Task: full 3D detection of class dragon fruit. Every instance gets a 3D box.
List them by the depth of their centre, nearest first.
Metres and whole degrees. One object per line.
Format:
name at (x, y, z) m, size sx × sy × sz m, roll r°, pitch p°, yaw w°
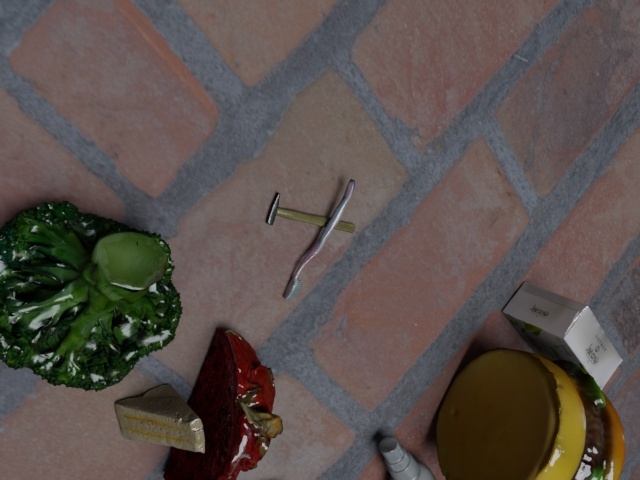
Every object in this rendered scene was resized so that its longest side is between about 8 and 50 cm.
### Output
dragon fruit at (-0.143, 0.347, 1.102) m, size 0.152 × 0.205 × 0.317 m, roll 20°, pitch 94°, yaw -34°

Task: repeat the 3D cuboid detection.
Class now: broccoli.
broccoli at (-0.336, 0.065, 0.868) m, size 0.297 × 0.297 × 0.298 m, roll 15°, pitch 59°, yaw -28°

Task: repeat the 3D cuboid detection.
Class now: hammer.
hammer at (-0.012, -0.045, 1.183) m, size 0.198 × 0.013 × 0.062 m, roll 11°, pitch 98°, yaw -33°

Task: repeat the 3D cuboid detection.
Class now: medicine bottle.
medicine bottle at (0.228, 0.596, 1.451) m, size 0.110 × 0.110 × 0.352 m, roll -38°, pitch 120°, yaw -16°

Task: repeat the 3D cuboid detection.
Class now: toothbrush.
toothbrush at (0.000, 0.000, 1.184) m, size 0.027 × 0.021 × 0.269 m, roll 25°, pitch 97°, yaw -48°

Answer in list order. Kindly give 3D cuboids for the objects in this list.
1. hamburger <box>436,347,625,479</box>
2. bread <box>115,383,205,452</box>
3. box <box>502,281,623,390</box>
hamburger at (0.480, 0.466, 1.406) m, size 0.277 × 0.395 × 0.396 m, roll 27°, pitch 89°, yaw -24°
bread at (-0.278, 0.323, 1.049) m, size 0.105 × 0.152 × 0.077 m, roll -18°, pitch 112°, yaw -31°
box at (0.613, 0.240, 1.531) m, size 0.260 × 0.194 × 0.111 m, roll 43°, pitch 80°, yaw -31°
